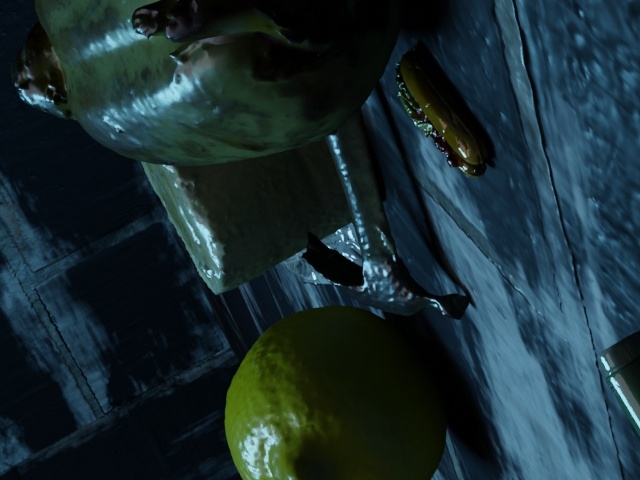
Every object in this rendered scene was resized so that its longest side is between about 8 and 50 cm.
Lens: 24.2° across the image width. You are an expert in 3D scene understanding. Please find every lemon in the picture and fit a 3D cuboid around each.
[{"bbox_3d":[0.014,0.147,1.243,0.187,0.187,0.244,64,-157,-17],"label":"lemon"}]

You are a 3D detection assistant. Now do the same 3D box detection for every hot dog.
[{"bbox_3d":[0.061,-0.067,0.793,0.083,0.021,0.037,56,169,27],"label":"hot dog"}]

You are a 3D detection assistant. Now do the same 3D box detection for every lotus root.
[{"bbox_3d":[-0.073,-0.127,0.821,0.309,0.173,0.173,-5,116,56],"label":"lotus root"}]

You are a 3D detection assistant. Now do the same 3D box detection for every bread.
[{"bbox_3d":[-0.050,-0.056,1.078,0.148,0.141,0.134,57,172,23],"label":"bread"}]

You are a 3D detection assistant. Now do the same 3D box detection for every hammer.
[{"bbox_3d":[0.016,-0.071,0.940,0.125,0.027,0.297,11,133,33],"label":"hammer"}]

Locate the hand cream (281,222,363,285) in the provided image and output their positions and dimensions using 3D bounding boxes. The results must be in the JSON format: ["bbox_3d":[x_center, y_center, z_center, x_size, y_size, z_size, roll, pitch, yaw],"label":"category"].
[{"bbox_3d":[-0.003,0.002,1.326,0.084,0.050,0.257,66,168,-9],"label":"hand cream"}]

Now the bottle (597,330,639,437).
[{"bbox_3d":[0.157,0.082,0.675,0.083,0.030,0.030,60,172,14],"label":"bottle"}]
